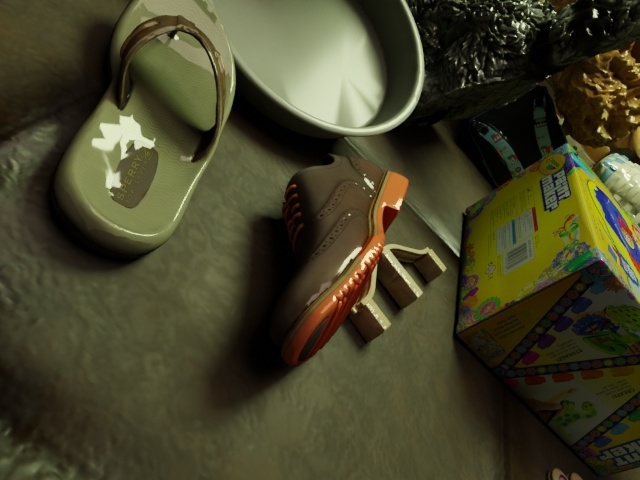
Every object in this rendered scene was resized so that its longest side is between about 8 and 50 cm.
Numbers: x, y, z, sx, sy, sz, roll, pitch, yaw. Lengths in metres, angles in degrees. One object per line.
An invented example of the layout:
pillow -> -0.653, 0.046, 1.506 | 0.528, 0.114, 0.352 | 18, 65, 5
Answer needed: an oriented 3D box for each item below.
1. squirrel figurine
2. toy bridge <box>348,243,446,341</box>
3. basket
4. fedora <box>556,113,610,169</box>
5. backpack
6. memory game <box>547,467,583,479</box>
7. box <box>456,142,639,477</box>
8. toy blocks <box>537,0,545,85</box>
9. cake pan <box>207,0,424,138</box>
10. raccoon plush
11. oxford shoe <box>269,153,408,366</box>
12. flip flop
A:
squirrel figurine -> 0.525, -0.320, 0.982 | 0.397, 0.371, 0.281 | -36, 48, -29
toy bridge -> 0.074, 0.038, 0.549 | 0.063, 0.026, 0.188 | 53, 33, 7
basket -> 0.591, -0.010, 1.011 | 0.201, 0.255, 0.289 | -17, 62, -50
fedora -> 0.625, -0.242, 1.277 | 0.194, 0.079, 0.194 | 32, 40, -31
backpack -> 0.368, -0.181, 1.000 | 0.173, 0.158, 0.117 | 61, 14, -10
memory game -> 0.275, 0.323, 0.535 | 0.186, 0.012, 0.186 | 31, 38, -28
box -> 0.337, 0.078, 0.693 | 0.279, 0.177, 0.290 | 44, 34, -14
toy blocks -> 0.440, -0.401, 1.170 | 0.308, 0.288, 0.260 | 29, 33, -34
cake pan -> -0.008, -0.243, 0.612 | 0.293, 0.054, 0.294 | 12, 67, -30
raccoon plush -> 0.251, -0.364, 0.792 | 0.216, 0.446, 0.300 | -6, 82, -65
oxford shoe -> 0.000, 0.000, 0.458 | 0.098, 0.097, 0.271 | 29, 30, 2
flip flop -> -0.115, -0.113, 0.404 | 0.112, 0.080, 0.277 | 28, 45, -24
